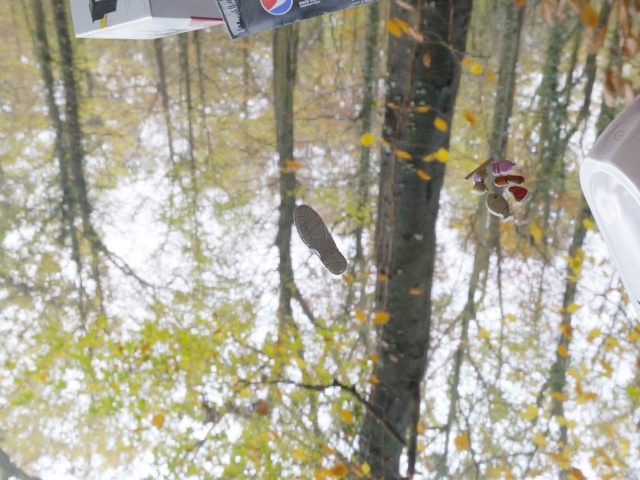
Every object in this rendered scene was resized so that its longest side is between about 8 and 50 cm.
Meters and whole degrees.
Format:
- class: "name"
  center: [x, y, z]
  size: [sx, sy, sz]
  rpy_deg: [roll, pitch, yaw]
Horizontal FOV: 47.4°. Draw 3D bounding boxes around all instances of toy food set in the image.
- class: "toy food set"
  center: [0.263, -0.084, 1.070]
  size: [0.078, 0.019, 0.122]
  rpy_deg: [-38, -139, 1]

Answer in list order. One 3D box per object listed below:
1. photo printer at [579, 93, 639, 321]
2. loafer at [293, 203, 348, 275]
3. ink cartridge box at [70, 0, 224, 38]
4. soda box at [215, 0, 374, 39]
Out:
- class: "photo printer"
  center: [0.387, -0.027, 0.663]
  size: [0.256, 0.307, 0.107]
  rpy_deg: [-34, -158, -6]
- class: "loafer"
  center: [0.000, 0.000, 1.135]
  size: [0.045, 0.125, 0.039]
  rpy_deg: [-34, 177, 8]
- class: "ink cartridge box"
  center: [-0.220, -0.306, 0.936]
  size: [0.175, 0.072, 0.127]
  rpy_deg: [4, -167, 42]
- class: "soda box"
  center: [-0.006, -0.231, 0.636]
  size: [0.169, 0.053, 0.060]
  rpy_deg: [-9, -141, 16]
